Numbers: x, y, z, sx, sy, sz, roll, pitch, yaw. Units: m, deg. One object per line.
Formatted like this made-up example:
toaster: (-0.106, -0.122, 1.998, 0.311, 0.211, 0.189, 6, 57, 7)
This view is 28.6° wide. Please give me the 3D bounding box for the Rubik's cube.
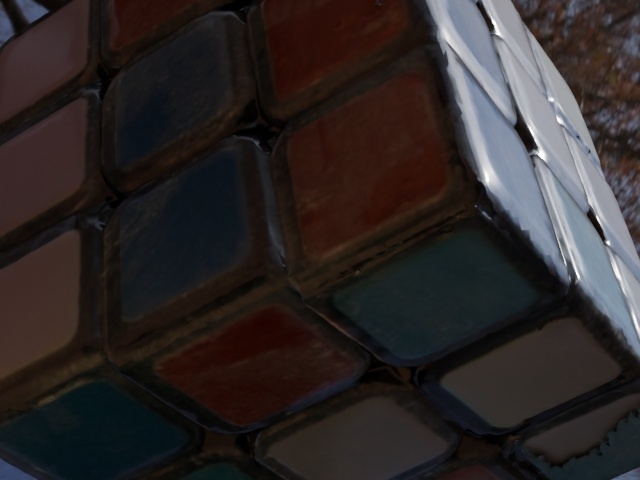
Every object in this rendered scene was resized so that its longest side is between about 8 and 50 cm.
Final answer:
Rubik's cube: (0.000, 0.000, 0.850, 0.359, 0.363, 0.362, -28, -131, 23)
